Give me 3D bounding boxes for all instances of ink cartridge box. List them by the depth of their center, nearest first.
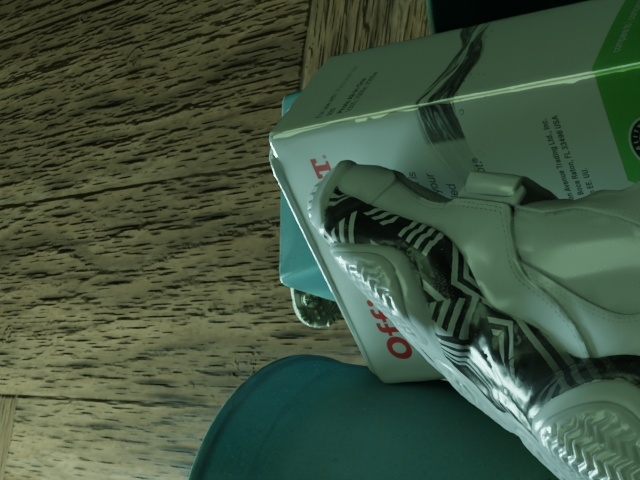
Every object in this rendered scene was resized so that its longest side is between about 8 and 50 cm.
[{"bbox_3d":[0.142,-0.032,0.958,0.289,0.211,0.121,-7,31,30],"label":"ink cartridge box"}]

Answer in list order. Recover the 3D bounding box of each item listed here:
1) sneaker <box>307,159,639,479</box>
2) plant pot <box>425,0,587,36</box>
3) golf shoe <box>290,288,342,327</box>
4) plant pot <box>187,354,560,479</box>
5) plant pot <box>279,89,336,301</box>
[{"bbox_3d":[0.157,0.011,0.798,0.210,0.137,0.366,-45,43,-4],"label":"sneaker"},{"bbox_3d":[0.236,-0.192,1.001,0.290,0.290,0.195,-35,17,41],"label":"plant pot"},{"bbox_3d":[0.000,0.000,1.394,0.086,0.069,0.176,144,135,-66],"label":"golf shoe"},{"bbox_3d":[0.084,0.219,1.046,0.255,0.272,0.271,-1,76,36],"label":"plant pot"},{"bbox_3d":[0.108,-0.050,1.178,0.234,0.166,0.165,-18,64,41],"label":"plant pot"}]
